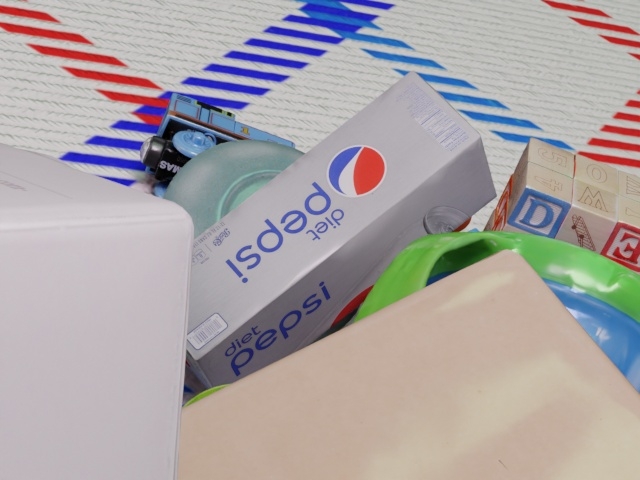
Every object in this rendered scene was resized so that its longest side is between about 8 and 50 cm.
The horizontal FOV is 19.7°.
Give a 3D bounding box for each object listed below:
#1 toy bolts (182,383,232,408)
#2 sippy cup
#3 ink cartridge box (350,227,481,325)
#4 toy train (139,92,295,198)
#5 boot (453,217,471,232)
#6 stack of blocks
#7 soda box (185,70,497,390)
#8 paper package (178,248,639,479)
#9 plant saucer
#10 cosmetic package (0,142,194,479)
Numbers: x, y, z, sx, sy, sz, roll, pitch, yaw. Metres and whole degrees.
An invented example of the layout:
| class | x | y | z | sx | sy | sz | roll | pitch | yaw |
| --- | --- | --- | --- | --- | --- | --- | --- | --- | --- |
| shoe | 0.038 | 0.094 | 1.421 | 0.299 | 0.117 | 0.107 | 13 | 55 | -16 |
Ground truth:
| class | x | y | z | sx | sy | sz | roll | pitch | yaw |
| --- | --- | --- | --- | --- | --- | --- | --- | --- | --- |
| toy bolts | -0.128 | 0.155 | 1.326 | 0.218 | 0.158 | 0.228 | -32 | 67 | -5 |
| sippy cup | 0.143 | 0.148 | 1.359 | 0.305 | 0.240 | 0.224 | 28 | 63 | -3 |
| ink cartridge box | 0.080 | 0.067 | 1.548 | 0.061 | 0.104 | 0.181 | 41 | 37 | 22 |
| toy train | -0.071 | -0.062 | 1.652 | 0.184 | 0.080 | 0.105 | 19 | 29 | -8 |
| boot | 0.090 | 0.002 | 1.691 | 0.158 | 0.059 | 0.084 | -14 | 60 | -39 |
| stack of blocks | 0.288 | 0.045 | 1.647 | 0.297 | 0.171 | 0.087 | 21 | 35 | -5 |
| soda box | 0.000 | 0.000 | 1.459 | 0.286 | 0.098 | 0.091 | -38 | 59 | -10 |
| paper package | 0.077 | 0.213 | 1.057 | 0.309 | 0.168 | 0.325 | -25 | 56 | -20 |
| plant saucer | -0.040 | -0.004 | 1.554 | 0.195 | 0.037 | 0.195 | 8 | 65 | -17 |
| cosmetic package | -0.319 | 0.116 | 0.949 | 0.394 | 0.327 | 0.329 | -3 | 13 | -35 |
